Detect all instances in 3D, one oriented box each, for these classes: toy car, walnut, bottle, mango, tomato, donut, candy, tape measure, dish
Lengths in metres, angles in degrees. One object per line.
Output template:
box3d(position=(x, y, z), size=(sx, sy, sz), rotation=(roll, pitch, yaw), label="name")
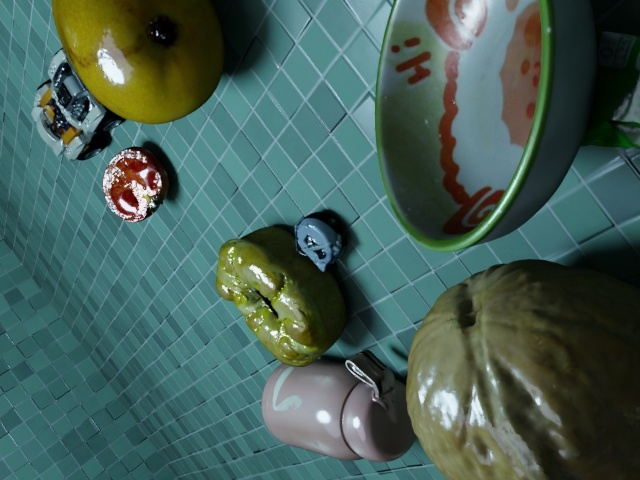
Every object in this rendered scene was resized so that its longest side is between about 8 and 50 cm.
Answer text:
box3d(position=(-0.524, -0.293, 1.550), size=(0.193, 0.118, 0.301), rotation=(59, 146, -3), label="toy car")
box3d(position=(0.261, 0.177, 0.814), size=(0.332, 0.332, 0.333), rotation=(32, 141, 31), label="walnut")
box3d(position=(0.033, 0.292, 1.312), size=(0.296, 0.173, 0.207), rotation=(-2, 106, 53), label="bottle")
box3d(position=(-0.298, -0.328, 1.136), size=(0.378, 0.221, 0.264), rotation=(32, 146, 45), label="mango")
box3d(position=(-0.375, -0.124, 1.536), size=(0.139, 0.091, 0.159), rotation=(37, 117, 9), label="tomato")
box3d(position=(-0.068, 0.092, 1.297), size=(0.261, 0.128, 0.208), rotation=(47, 145, 12), label="donut")
box3d(position=(0.304, -0.128, 0.673), size=(0.203, 0.078, 0.141), rotation=(19, 131, 37), label="candy")
box3d(position=(0.000, -0.002, 1.195), size=(0.091, 0.054, 0.094), rotation=(37, 146, 15), label="tape measure")
box3d(position=(0.174, -0.150, 0.720), size=(0.324, 0.124, 0.325), rotation=(180, 90, -70), label="dish")
